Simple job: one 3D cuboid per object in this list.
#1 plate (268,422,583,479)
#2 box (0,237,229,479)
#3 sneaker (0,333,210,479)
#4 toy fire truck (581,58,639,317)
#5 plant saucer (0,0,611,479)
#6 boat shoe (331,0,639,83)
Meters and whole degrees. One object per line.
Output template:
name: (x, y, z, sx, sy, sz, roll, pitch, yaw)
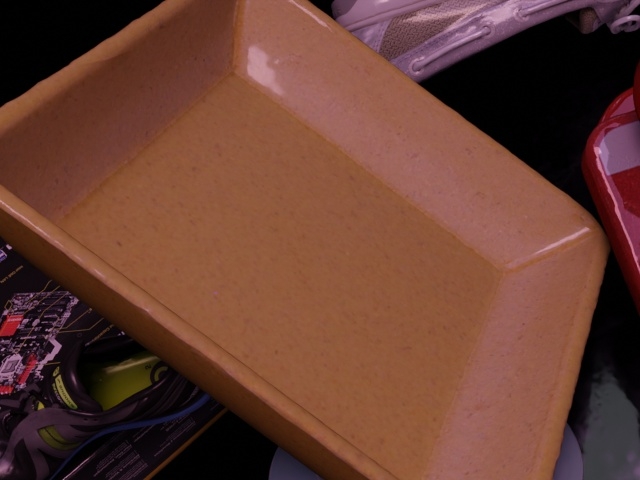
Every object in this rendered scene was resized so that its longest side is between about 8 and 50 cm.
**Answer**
plate: (0.060, 0.126, 0.604, 0.188, 0.024, 0.188, -7, 29, 4)
box: (-0.175, 0.053, 0.732, 0.322, 0.079, 0.257, -40, 57, -17)
sneaker: (-0.152, 0.095, 0.596, 0.188, 0.078, 0.067, -25, 57, -7)
toy fire truck: (0.324, -0.024, 0.635, 0.302, 0.169, 0.254, -17, 77, -1)
plant saucer: (0.000, 0.000, 0.606, 0.332, 0.081, 0.333, 37, 38, -1)
boat shoe: (0.173, -0.190, 0.822, 0.320, 0.103, 0.118, -13, 7, 0)
